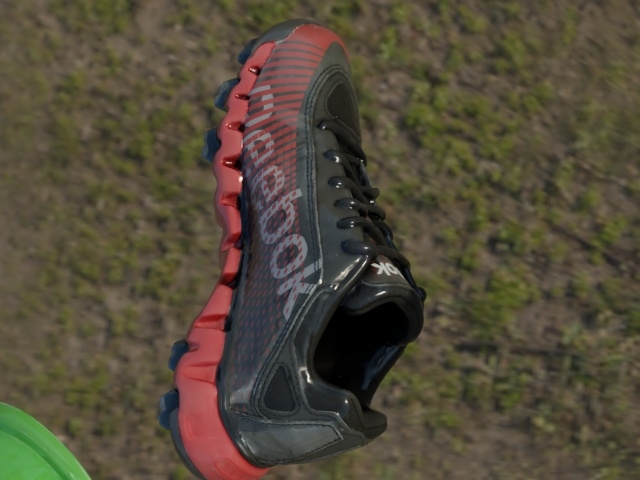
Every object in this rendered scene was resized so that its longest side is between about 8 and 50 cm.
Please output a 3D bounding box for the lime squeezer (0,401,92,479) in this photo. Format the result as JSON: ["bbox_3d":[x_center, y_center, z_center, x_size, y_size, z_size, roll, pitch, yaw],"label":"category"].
[{"bbox_3d":[-0.096,0.097,0.464,0.109,0.059,0.310,-7,63,-13],"label":"lime squeezer"}]

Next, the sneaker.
[{"bbox_3d":[0.000,0.000,0.996,0.135,0.097,0.276,-6,65,32],"label":"sneaker"}]
